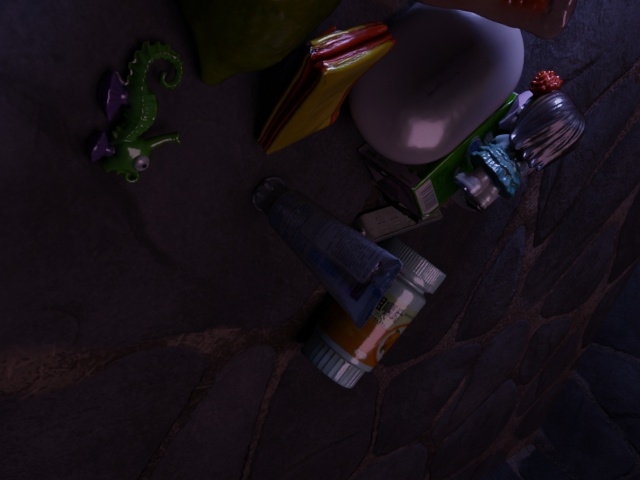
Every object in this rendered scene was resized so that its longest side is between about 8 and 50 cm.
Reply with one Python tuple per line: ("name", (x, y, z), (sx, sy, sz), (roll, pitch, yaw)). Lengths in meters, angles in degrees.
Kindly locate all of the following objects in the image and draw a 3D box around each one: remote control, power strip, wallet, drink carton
("remote control", (0.192, -0.272, 0.963), (0.332, 0.103, 0.221), (-43, 98, -9))
("power strip", (0.159, -0.043, 1.216), (0.253, 0.060, 0.027), (-19, 160, -34))
("wallet", (-0.003, -0.214, 0.825), (0.141, 0.067, 0.241), (-31, 177, -28))
("drink carton", (0.215, -0.181, 1.075), (0.271, 0.161, 0.108), (-41, 142, -6))

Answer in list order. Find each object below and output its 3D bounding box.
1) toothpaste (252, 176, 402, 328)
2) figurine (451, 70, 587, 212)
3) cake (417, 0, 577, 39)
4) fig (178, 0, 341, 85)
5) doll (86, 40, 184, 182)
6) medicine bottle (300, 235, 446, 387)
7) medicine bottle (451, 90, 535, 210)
("toothpaste", (0.000, 0.000, 0.900), (0.073, 0.299, 0.114), (18, 109, -51))
("figurine", (0.335, -0.160, 0.994), (0.245, 0.110, 0.138), (-42, 118, 2))
("cake", (0.244, -0.448, 0.740), (0.230, 0.237, 0.308), (-75, 178, -58))
("fig", (-0.090, -0.280, 0.699), (0.206, 0.206, 0.275), (-7, 150, -41))
("doll", (-0.228, -0.160, 0.747), (0.115, 0.050, 0.190), (0, 120, -40))
("medicine bottle", (0.109, 0.152, 1.256), (0.318, 0.158, 0.158), (-52, 142, 5))
("medicine bottle", (0.380, -0.190, 1.231), (0.254, 0.152, 0.152), (-35, 140, -16))
